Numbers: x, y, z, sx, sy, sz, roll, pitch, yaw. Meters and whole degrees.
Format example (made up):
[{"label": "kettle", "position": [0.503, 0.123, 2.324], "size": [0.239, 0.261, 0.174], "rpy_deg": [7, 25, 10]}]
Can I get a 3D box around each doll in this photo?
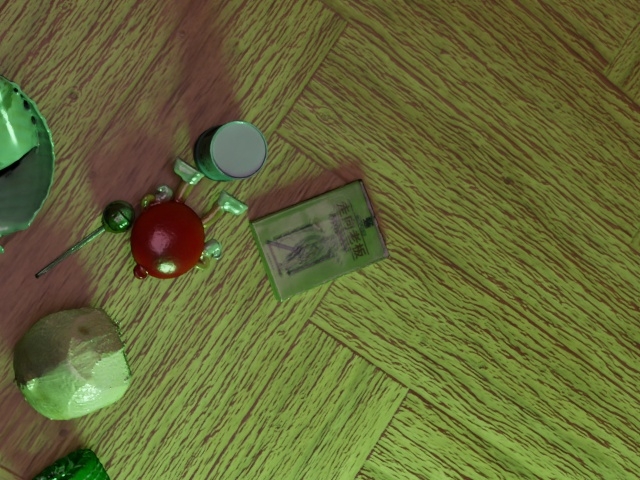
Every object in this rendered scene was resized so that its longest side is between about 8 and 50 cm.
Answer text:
[{"label": "doll", "position": [-0.245, -0.016, 1.728], "size": [0.183, 0.085, 0.217], "rpy_deg": [37, 78, -24]}]

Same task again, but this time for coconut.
[{"label": "coconut", "position": [-0.412, 0.205, 1.634], "size": [0.194, 0.194, 0.194], "rpy_deg": [-1, 92, -18]}]

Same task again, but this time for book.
[{"label": "book", "position": [0.000, 0.000, 1.839], "size": [0.231, 0.026, 0.161], "rpy_deg": [-22, 98, -16]}]

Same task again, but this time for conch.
[{"label": "conch", "position": [-0.585, -0.147, 1.550], "size": [0.303, 0.215, 0.319], "rpy_deg": [-39, 134, -7]}]

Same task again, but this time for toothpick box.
[{"label": "toothpick box", "position": [-0.157, -0.153, 1.715], "size": [0.101, 0.153, 0.101], "rpy_deg": [0, 91, -18]}]

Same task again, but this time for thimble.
[{"label": "thimble", "position": [-0.423, 0.419, 1.671], "size": [0.130, 0.118, 0.090], "rpy_deg": [-27, 105, 12]}]

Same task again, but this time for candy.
[{"label": "candy", "position": [-0.403, 0.002, 1.699], "size": [0.202, 0.061, 0.061], "rpy_deg": [-37, 102, -5]}]
